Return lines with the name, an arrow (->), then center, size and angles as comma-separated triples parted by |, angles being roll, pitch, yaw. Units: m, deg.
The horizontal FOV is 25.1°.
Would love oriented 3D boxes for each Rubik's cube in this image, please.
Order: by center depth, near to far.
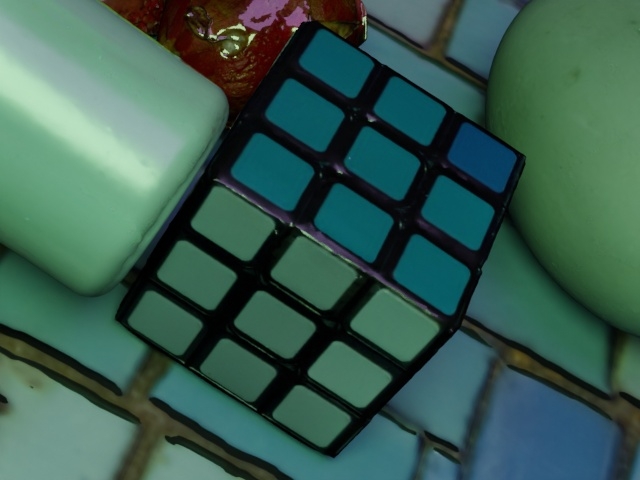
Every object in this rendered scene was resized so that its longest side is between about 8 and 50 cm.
Rubik's cube -> 0.000, 0.000, 0.852 | 0.160, 0.163, 0.162 | 33, 45, -5

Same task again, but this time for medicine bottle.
medicine bottle -> -0.172, -0.082, 0.770 | 0.225, 0.139, 0.139 | 35, 48, -10

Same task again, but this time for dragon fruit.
dragon fruit -> -0.074, -0.121, 0.941 | 0.246, 0.125, 0.125 | -24, 87, -21

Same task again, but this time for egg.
egg -> 0.221, -0.061, 0.985 | 0.202, 0.203, 0.283 | -1, 56, -29

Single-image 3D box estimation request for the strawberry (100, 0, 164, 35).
strawberry -> -0.147, -0.180, 0.974 | 0.152, 0.048, 0.104 | -31, 79, -36
